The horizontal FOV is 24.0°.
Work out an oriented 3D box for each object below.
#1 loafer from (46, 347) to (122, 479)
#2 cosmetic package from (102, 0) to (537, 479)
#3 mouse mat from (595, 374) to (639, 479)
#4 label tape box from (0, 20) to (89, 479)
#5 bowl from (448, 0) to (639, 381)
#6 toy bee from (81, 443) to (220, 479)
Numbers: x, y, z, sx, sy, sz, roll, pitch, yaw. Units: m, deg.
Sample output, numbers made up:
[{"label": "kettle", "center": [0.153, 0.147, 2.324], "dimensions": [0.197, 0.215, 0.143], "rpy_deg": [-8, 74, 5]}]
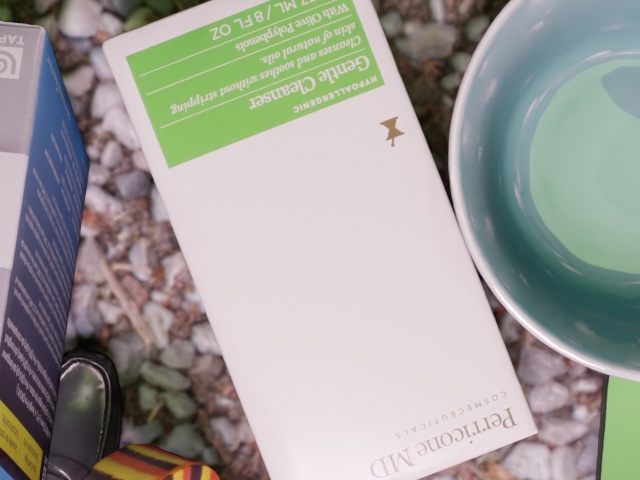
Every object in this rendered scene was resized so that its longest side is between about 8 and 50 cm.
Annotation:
[{"label": "loafer", "center": [-0.203, 0.192, 1.143], "dimensions": [0.076, 0.078, 0.223], "rpy_deg": [17, 90, 0]}, {"label": "cosmetic package", "center": [0.000, 0.000, 1.106], "dimensions": [0.197, 0.155, 0.365], "rpy_deg": [-23, 88, -1]}, {"label": "mouse mat", "center": [0.283, 0.162, 1.128], "dimensions": [0.153, 0.007, 0.189], "rpy_deg": [-2, 121, 0]}, {"label": "label tape box", "center": [-0.242, 0.058, 1.015], "dimensions": [0.115, 0.249, 0.347], "rpy_deg": [7, 72, 0]}, {"label": "bowl", "center": [0.243, -0.058, 1.099], "dimensions": [0.311, 0.163, 0.311], "rpy_deg": [0, 90, 1]}, {"label": "toy bee", "center": [-0.091, 0.229, 1.104], "dimensions": [0.195, 0.298, 0.162], "rpy_deg": [27, 54, 11]}]
